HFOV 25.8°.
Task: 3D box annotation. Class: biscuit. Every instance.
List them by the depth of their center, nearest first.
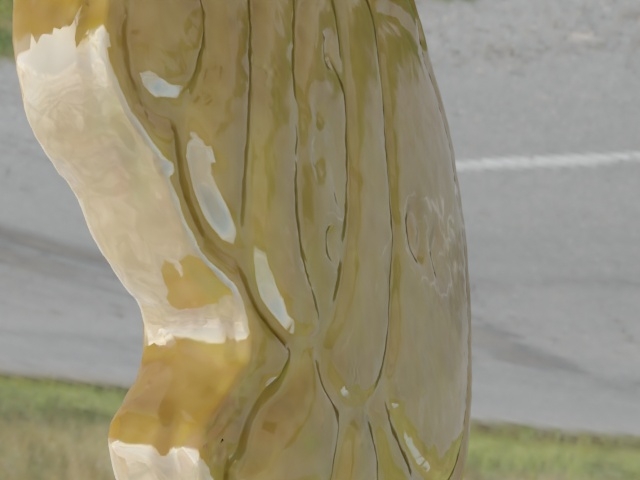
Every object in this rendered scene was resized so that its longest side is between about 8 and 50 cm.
[{"bbox_3d":[0.000,0.000,0.569,0.057,0.312,0.351,-9,171,22],"label":"biscuit"}]
